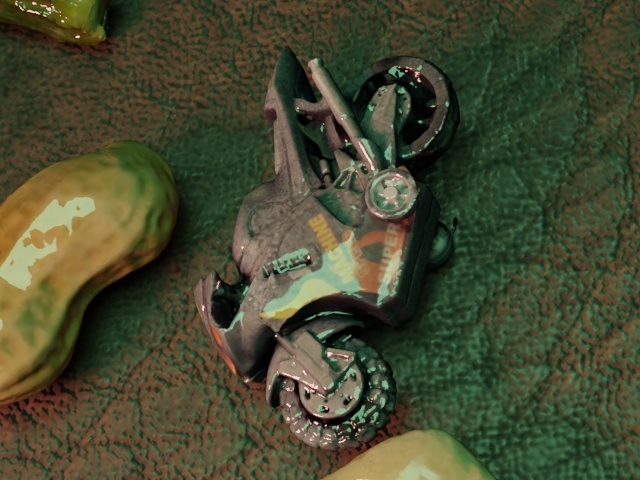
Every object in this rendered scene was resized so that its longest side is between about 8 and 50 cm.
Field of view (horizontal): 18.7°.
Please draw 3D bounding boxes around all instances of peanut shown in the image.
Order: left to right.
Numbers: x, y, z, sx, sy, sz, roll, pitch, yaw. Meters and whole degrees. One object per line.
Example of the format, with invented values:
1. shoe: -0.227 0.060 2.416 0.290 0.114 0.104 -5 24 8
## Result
1. peanut: -0.214 0.034 1.439 0.274 0.111 0.125 -44 75 -5

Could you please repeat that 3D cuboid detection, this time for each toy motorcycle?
1. toy motorcycle: 0.000 0.000 1.416 0.173 0.108 0.307 6 70 22

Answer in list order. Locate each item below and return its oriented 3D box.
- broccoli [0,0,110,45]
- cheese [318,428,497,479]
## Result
1. broccoli: -0.309 -0.219 1.534 0.304 0.165 0.145 16 68 3
2. cheese: 0.017 0.236 1.347 0.263 0.093 0.159 -23 72 1
